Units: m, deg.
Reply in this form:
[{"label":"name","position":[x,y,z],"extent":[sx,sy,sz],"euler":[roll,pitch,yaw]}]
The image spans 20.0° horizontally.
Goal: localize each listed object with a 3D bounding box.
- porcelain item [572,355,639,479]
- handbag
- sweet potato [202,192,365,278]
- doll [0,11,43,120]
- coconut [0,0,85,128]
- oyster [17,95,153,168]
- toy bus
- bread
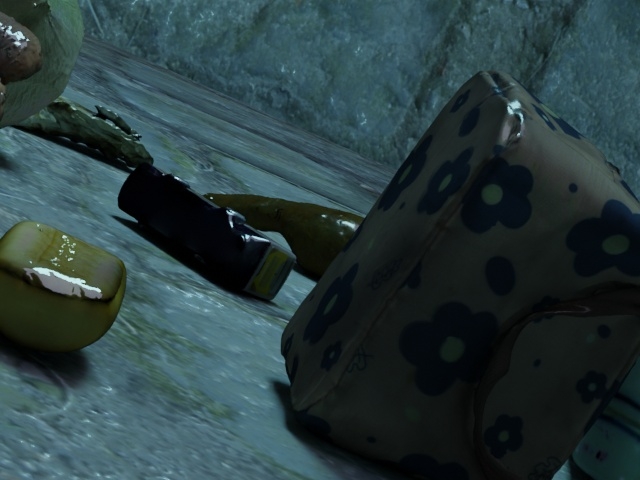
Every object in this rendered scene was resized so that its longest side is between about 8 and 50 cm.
[{"label":"porcelain item","position":[0.341,0.159,1.431],"extent":[0.281,0.157,0.286],"euler":[23,8,1]},{"label":"handbag","position":[0.115,0.044,1.176],"extent":[0.193,0.251,0.190],"euler":[33,11,-15]},{"label":"sweet potato","position":[-0.002,-0.002,1.783],"extent":[0.269,0.074,0.075],"euler":[25,6,16]},{"label":"doll","position":[-0.366,-0.197,1.411],"extent":[0.303,0.156,0.201],"euler":[19,47,10]},{"label":"coconut","position":[-0.298,-0.187,1.580],"extent":[0.194,0.194,0.194],"euler":[25,7,-3]},{"label":"oyster","position":[-0.262,-0.117,1.880],"extent":[0.200,0.061,0.106],"euler":[26,-11,-18]},{"label":"toy bus","position":[-0.099,-0.008,1.556],"extent":[0.172,0.057,0.072],"euler":[32,2,39]},{"label":"bread","position":[-0.156,0.032,1.044],"extent":[0.082,0.056,0.115],"euler":[20,13,-10]}]
